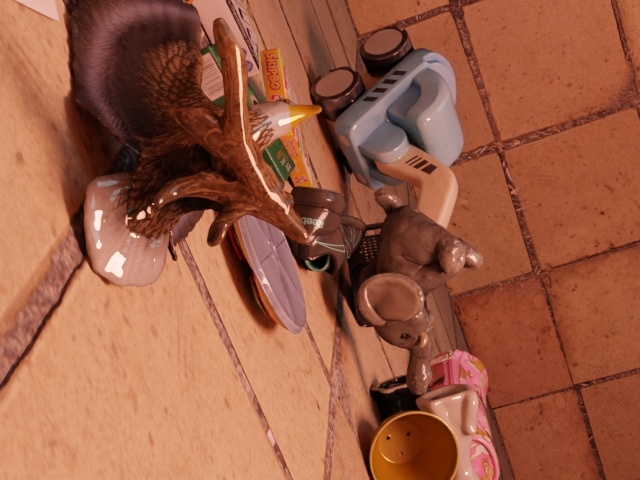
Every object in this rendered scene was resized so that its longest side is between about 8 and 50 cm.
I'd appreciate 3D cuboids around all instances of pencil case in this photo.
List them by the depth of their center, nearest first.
[{"bbox_3d":[0.264,0.360,2.015,0.167,0.160,0.386,40,19,-9],"label":"pencil case"}]

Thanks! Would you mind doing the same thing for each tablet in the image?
[{"bbox_3d":[-0.232,-0.208,0.813,0.083,0.006,0.054,6,67,-79],"label":"tablet"}]

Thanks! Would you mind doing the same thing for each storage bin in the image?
[{"bbox_3d":[0.110,0.057,1.732,0.180,0.122,0.084,80,1,-51],"label":"storage bin"}]

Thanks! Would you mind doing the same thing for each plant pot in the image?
[{"bbox_3d":[0.129,0.310,1.531,0.095,0.134,0.134,-159,-131,-79],"label":"plant pot"}]

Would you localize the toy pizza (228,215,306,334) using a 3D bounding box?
[{"bbox_3d":[-0.068,0.018,1.205,0.201,0.032,0.201,-21,90,-81],"label":"toy pizza"}]

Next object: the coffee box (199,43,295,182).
[{"bbox_3d":[-0.095,-0.149,1.239,0.184,0.040,0.113,60,11,-11],"label":"coffee box"}]

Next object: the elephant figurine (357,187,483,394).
[{"bbox_3d":[0.124,0.082,1.562,0.186,0.239,0.169,39,8,36],"label":"elephant figurine"}]

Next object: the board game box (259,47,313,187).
[{"bbox_3d":[-0.047,-0.167,1.510,0.259,0.039,0.124,76,5,-72],"label":"board game box"}]

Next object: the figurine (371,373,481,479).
[{"bbox_3d":[0.186,0.332,1.643,0.215,0.092,0.209,0,-75,61],"label":"figurine"}]

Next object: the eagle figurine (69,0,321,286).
[{"bbox_3d":[-0.110,-0.091,0.892,0.298,0.225,0.226,37,-69,55],"label":"eagle figurine"}]

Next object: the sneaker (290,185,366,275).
[{"bbox_3d":[0.000,0.000,1.494,0.267,0.101,0.106,42,54,-72],"label":"sneaker"}]

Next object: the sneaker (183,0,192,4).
[{"bbox_3d":[-0.168,-0.315,1.084,0.121,0.099,0.262,32,1,-10],"label":"sneaker"}]

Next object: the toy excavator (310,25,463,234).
[{"bbox_3d":[0.169,-0.174,1.974,0.445,0.433,0.222,29,-25,43],"label":"toy excavator"}]

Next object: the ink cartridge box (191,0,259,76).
[{"bbox_3d":[-0.139,-0.321,1.356,0.097,0.046,0.207,-97,165,-48],"label":"ink cartridge box"}]
